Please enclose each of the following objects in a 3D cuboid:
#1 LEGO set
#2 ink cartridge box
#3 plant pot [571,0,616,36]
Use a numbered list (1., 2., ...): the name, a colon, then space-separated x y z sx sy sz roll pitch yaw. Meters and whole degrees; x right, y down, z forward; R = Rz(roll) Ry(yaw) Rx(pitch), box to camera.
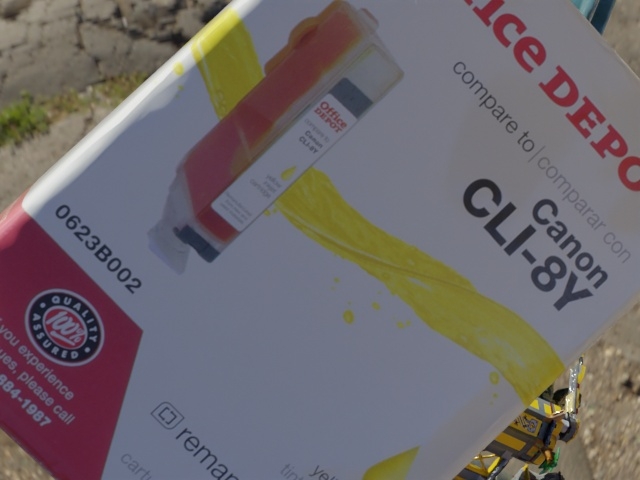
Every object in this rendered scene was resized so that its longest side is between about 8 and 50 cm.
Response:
1. LEGO set: 0.207 0.187 1.358 0.192 0.255 0.331 25 23 -14
2. ink cartridge box: 0.000 0.000 0.769 0.385 0.160 0.279 -43 100 -1
3. plant pot: 0.142 -0.298 1.369 0.334 0.341 0.341 22 62 10
